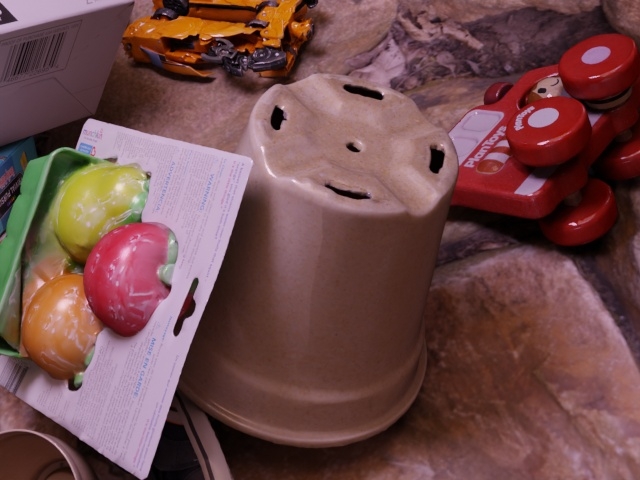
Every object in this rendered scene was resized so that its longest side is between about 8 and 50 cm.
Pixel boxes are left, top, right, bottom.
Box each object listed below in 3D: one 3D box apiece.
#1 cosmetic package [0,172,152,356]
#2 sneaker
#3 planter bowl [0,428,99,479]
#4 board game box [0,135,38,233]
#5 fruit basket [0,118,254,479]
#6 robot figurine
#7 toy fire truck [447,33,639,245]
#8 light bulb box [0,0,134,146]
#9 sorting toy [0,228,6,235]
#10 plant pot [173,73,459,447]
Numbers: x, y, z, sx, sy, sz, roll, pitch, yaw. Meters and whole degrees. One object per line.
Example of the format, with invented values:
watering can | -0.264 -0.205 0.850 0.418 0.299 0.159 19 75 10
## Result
cosmetic package | -0.302 0.027 1.481 0.296 0.153 0.129 -35 17 -15
sneaker | -0.186 0.223 1.348 0.127 0.126 0.321 -22 41 -12
planter bowl | -0.307 0.290 1.307 0.162 0.109 0.162 -4 80 20
board game box | -0.525 -0.045 1.529 0.253 0.079 0.336 -8 19 3
fruit basket | -0.214 0.044 1.262 0.353 0.165 0.327 17 88 44
robot figurine | -0.143 -0.322 1.794 0.291 0.085 0.211 11 55 19
toy fire truck | 0.282 -0.142 1.535 0.254 0.169 0.302 14 53 43
light bulb box | -0.514 -0.312 1.581 0.361 0.225 0.358 43 40 15
sorting toy | -0.541 0.041 1.607 0.196 0.047 0.348 30 62 29
plant pot | 0.000 0.000 1.300 0.333 0.305 0.334 10 42 -9
